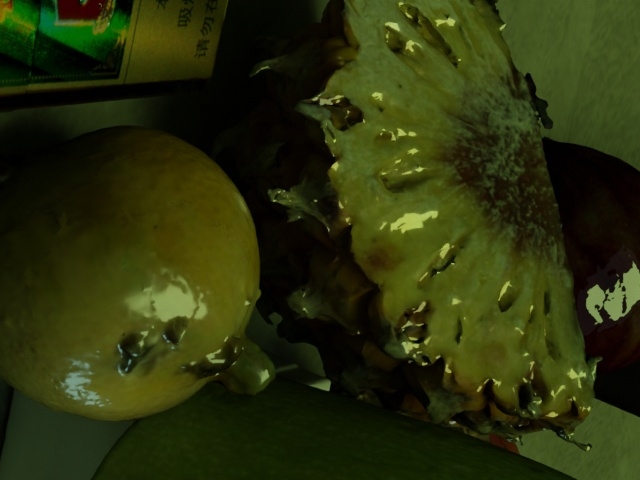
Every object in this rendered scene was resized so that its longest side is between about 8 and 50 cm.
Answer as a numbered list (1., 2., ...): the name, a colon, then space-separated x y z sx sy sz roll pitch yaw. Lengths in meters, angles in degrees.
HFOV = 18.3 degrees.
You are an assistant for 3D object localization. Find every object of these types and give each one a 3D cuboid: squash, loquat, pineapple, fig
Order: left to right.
1. loquat: -0.111 0.021 1.120 0.172 0.204 0.149 -53 180 -38
2. pineapple: -0.001 0.001 1.283 0.209 0.286 0.344 -5 76 -30
3. squash: 0.050 0.217 1.147 0.210 0.309 0.234 -40 138 -39
4. fig: 0.161 0.017 1.525 0.235 0.235 0.214 -32 129 -46

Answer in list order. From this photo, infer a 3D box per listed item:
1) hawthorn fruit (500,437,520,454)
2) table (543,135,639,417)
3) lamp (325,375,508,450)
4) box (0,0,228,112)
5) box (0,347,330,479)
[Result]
1. hawthorn fruit: 0.108 0.193 1.660 0.125 0.125 0.140 32 57 -60
2. table: 0.315 0.053 1.768 0.282 0.250 0.196 13 97 -61
3. lamp: 0.049 0.193 1.462 0.177 0.177 0.274 -54 166 -23
4. box: -0.137 -0.158 1.075 0.240 0.071 0.159 -13 122 -55
5. box: -0.118 0.209 1.297 0.203 0.116 0.274 -7 113 -55
